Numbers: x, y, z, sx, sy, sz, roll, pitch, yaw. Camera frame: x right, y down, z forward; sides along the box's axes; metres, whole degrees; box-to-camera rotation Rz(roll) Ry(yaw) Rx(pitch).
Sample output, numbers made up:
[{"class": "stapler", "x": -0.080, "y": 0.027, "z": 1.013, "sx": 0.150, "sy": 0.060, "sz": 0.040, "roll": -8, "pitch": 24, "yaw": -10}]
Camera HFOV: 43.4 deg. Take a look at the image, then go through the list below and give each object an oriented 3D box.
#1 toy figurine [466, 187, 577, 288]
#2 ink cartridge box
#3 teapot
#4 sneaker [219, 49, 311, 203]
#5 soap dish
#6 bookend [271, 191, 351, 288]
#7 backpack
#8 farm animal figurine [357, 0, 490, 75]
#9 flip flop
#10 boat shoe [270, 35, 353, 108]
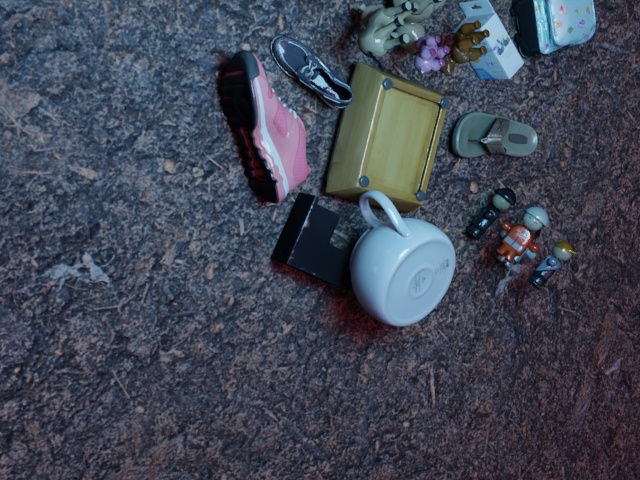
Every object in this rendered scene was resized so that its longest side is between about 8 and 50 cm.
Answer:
[{"class": "toy figurine", "x": 0.485, "y": -0.009, "z": 1.935, "sx": 0.209, "sy": 0.213, "sz": 0.148, "roll": 38, "pitch": 93, "yaw": -30}, {"class": "ink cartridge box", "x": 0.376, "y": -0.458, "z": 1.848, "sx": 0.061, "sy": 0.104, "sz": 0.181, "roll": -47, "pitch": 118, "yaw": -15}, {"class": "teapot", "x": 0.152, "y": 0.046, "z": 1.731, "sx": 0.252, "sy": 0.187, "sz": 0.256, "roll": 17, "pitch": 104, "yaw": -47}, {"class": "sneaker", "x": -0.102, "y": -0.238, "z": 1.621, "sx": 0.136, "sy": 0.116, "sz": 0.314, "roll": -32, "pitch": 121, "yaw": -33}, {"class": "soap dish", "x": 0.151, "y": -0.218, "z": 1.753, "sx": 0.229, "sy": 0.118, "sz": 0.290, "roll": 13, "pitch": 91, "yaw": -32}, {"class": "bookend", "x": 0.000, "y": 0.000, "z": 1.731, "sx": 0.156, "sy": 0.072, "sz": 0.157, "roll": 25, "pitch": 86, "yaw": -33}, {"class": "backpack", "x": 0.575, "y": -0.538, "z": 1.931, "sx": 0.188, "sy": 0.144, "sz": 0.166, "roll": -21, "pitch": 104, "yaw": -29}, {"class": "farm animal figurine", "x": 0.188, "y": -0.483, "z": 1.697, "sx": 0.330, "sy": 0.172, "sz": 0.326, "roll": -1, "pitch": 81, "yaw": -44}, {"class": "flip flop", "x": 0.430, "y": -0.246, "z": 1.934, "sx": 0.277, "sy": 0.080, "sz": 0.112, "roll": 2, "pitch": 98, "yaw": -31}, {"class": "boat shoe", "x": -0.012, "y": -0.349, "z": 1.650, "sx": 0.206, "sy": 0.065, "sz": 0.075, "roll": 39, "pitch": 83, "yaw": -19}]
